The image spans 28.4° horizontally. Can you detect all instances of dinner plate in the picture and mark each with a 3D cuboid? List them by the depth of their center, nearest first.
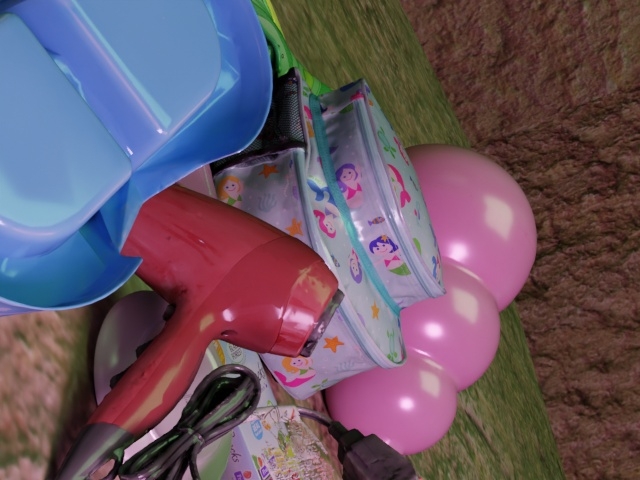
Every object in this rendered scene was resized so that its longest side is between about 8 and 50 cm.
[{"bbox_3d":[-0.094,0.099,0.822,0.141,0.017,0.141,37,45,-48],"label":"dinner plate"}]

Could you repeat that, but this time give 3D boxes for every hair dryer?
[{"bbox_3d":[-0.076,0.054,0.757,0.224,0.080,0.293,-2,46,-37],"label":"hair dryer"}]

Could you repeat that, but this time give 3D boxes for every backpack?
[{"bbox_3d":[0.000,0.000,1.090,0.253,0.191,0.225,-89,157,-47],"label":"backpack"}]

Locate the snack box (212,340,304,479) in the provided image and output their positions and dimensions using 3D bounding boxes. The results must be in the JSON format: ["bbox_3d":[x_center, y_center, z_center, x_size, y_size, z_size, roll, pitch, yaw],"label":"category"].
[{"bbox_3d":[-0.061,0.131,0.938,0.100,0.037,0.141,-31,100,-77],"label":"snack box"}]

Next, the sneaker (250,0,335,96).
[{"bbox_3d":[-0.049,-0.140,1.231,0.295,0.109,0.123,51,24,-4],"label":"sneaker"}]

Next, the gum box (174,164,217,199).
[{"bbox_3d":[-0.140,-0.109,0.919,0.107,0.062,0.188,38,34,-67],"label":"gum box"}]

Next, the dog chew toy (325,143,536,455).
[{"bbox_3d":[0.099,0.067,1.286,0.206,0.207,0.331,55,45,-49],"label":"dog chew toy"}]

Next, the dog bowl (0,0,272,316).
[{"bbox_3d":[-0.136,-0.072,0.649,0.166,0.074,0.297,54,38,-15],"label":"dog bowl"}]
